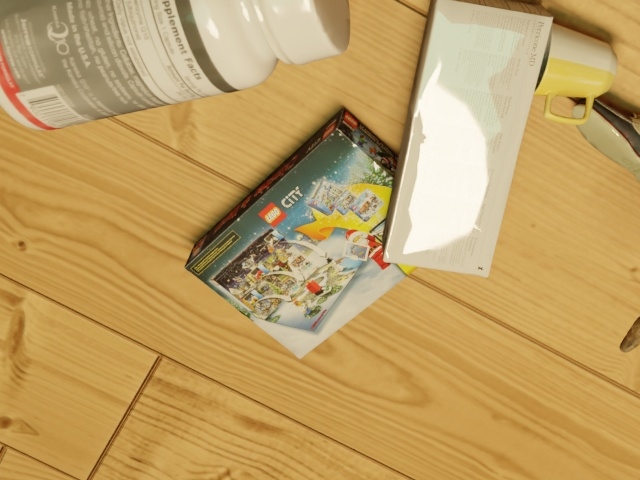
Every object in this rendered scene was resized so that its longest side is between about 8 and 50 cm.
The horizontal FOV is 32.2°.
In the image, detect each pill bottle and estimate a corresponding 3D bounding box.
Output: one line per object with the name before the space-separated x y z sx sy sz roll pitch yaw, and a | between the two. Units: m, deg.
pill bottle | -0.129 -0.194 0.919 0.283 0.161 0.161 -10 121 16

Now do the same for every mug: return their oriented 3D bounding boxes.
mug | 0.215 -0.142 0.947 0.064 0.062 0.078 10 108 -6

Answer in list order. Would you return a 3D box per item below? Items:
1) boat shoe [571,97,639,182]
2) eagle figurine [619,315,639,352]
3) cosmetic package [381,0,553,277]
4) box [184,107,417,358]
boat shoe | 0.281 -0.087 0.983 0.137 0.049 0.043 37 80 -11
eagle figurine | 0.427 0.025 0.887 0.298 0.225 0.226 7 175 -30
cosmetic package | 0.123 -0.092 0.968 0.099 0.060 0.239 10 113 -2
box | 0.000 0.000 1.093 0.159 0.044 0.233 41 121 -16
